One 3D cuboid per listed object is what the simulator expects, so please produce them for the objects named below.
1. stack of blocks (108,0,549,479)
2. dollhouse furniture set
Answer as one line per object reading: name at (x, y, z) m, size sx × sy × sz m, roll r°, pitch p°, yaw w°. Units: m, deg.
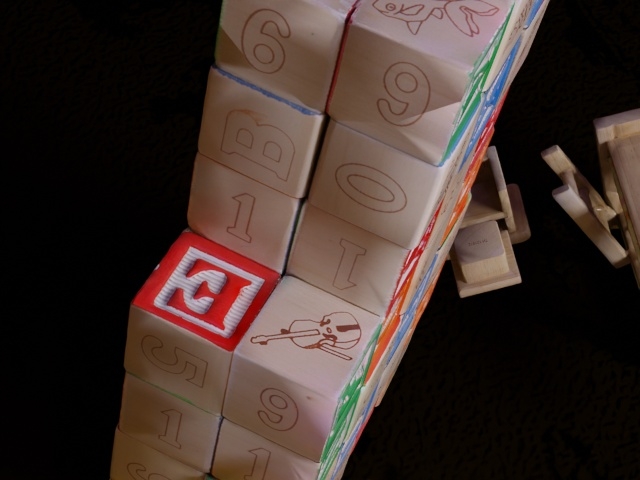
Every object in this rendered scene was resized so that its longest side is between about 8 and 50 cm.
stack of blocks at (0.000, 0.000, 0.553) m, size 0.087 × 0.297 × 0.171 m, roll 25°, pitch 48°, yaw 8°
dollhouse furniture set at (0.145, 0.040, 0.714) m, size 0.161 × 0.101 × 0.181 m, roll -14°, pitch 51°, yaw 8°
